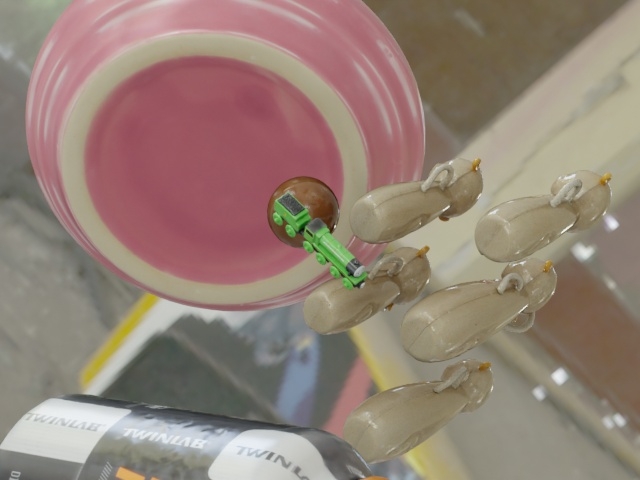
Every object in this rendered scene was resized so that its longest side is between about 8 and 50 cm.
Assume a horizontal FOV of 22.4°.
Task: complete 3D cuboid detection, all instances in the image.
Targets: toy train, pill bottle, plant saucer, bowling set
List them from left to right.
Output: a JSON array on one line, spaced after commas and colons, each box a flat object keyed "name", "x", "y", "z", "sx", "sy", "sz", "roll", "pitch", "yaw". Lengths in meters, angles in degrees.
[{"name": "pill bottle", "x": -0.056, "y": 0.158, "z": 0.870, "sx": 0.245, "sy": 0.130, "sz": 0.130, "roll": 3, "pitch": -20, "yaw": 35}, {"name": "plant saucer", "x": -0.082, "y": -0.072, "z": 1.312, "sx": 0.332, "sy": 0.332, "sz": 0.084, "roll": 45, "pitch": 25, "yaw": -19}, {"name": "toy train", "x": 0.000, "y": 0.000, "z": 1.053, "sx": 0.083, "sy": 0.017, "sz": 0.024, "roll": 42, "pitch": -32, "yaw": 21}, {"name": "bowling set", "x": 0.076, "y": 0.004, "z": 1.189, "sx": 0.154, "sy": 0.287, "sz": 0.200, "roll": -20, "pitch": 62, "yaw": -45}]
